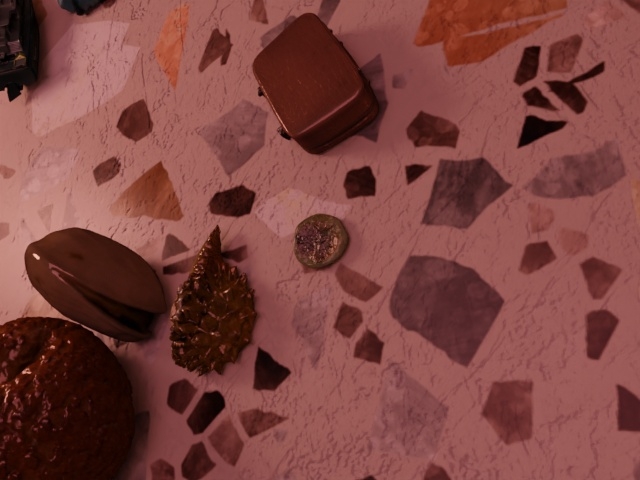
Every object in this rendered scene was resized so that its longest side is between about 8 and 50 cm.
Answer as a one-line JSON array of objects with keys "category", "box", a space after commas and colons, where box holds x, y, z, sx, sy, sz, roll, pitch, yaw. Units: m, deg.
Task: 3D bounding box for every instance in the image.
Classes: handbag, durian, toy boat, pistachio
[{"category": "handbag", "box": [-0.014, -0.226, 0.976, 0.151, 0.072, 0.193, -37, 61, 12]}, {"category": "durian", "box": [-0.165, 0.076, 0.943, 0.140, 0.078, 0.225, -12, 68, 24]}, {"category": "toy boat", "box": [-0.648, -0.440, 1.365, 0.114, 0.122, 0.296, -12, 62, -3]}, {"category": "pistachio", "box": [-0.344, 0.065, 1.013, 0.237, 0.153, 0.138, 29, 98, 4]}]

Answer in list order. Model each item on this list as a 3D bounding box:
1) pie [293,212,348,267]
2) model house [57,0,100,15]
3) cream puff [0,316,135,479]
[{"category": "pie", "box": [0.000, 0.000, 0.918, 0.085, 0.017, 0.085, -9, 69, 26]}, {"category": "model house", "box": [-0.513, -0.618, 1.321, 0.241, 0.225, 0.261, -51, 49, 40]}, {"category": "cream puff", "box": [-0.422, 0.250, 0.944, 0.302, 0.212, 0.303, -12, 67, 29]}]
